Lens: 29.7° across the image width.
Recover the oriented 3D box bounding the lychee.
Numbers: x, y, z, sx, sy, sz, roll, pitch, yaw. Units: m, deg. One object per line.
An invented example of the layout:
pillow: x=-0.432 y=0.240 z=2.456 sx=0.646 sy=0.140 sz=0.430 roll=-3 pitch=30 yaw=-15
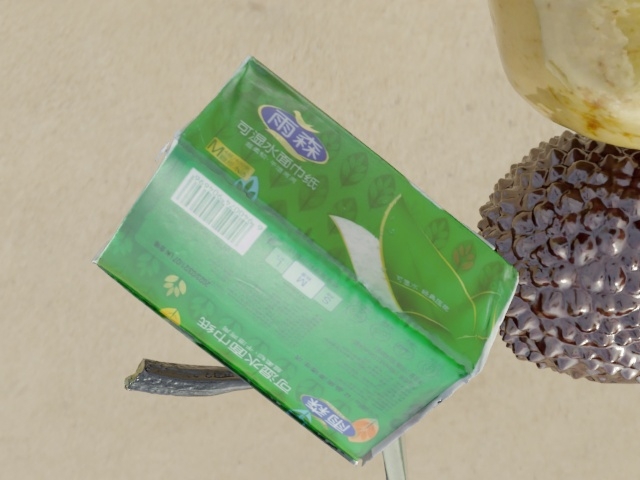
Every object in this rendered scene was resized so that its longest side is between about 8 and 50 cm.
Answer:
lychee: x=0.319 y=0.012 z=1.331 sx=0.306 sy=0.306 sz=0.330 roll=-13 pitch=153 yaw=11

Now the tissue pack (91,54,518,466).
tissue pack: x=0.000 y=0.001 z=0.738 sx=0.209 sy=0.156 sz=0.148 roll=37 pitch=135 yaw=-4

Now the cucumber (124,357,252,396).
cucumber: x=-0.127 y=0.141 z=1.204 sx=0.135 sy=0.033 sz=0.034 roll=9 pitch=108 yaw=-13

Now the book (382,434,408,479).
book: x=0.078 y=0.155 z=1.509 sx=0.031 sy=0.379 sz=0.264 roll=-10 pitch=93 yaw=4

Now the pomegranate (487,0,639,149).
pomegranate: x=0.329 y=-0.251 z=1.123 sx=0.342 sy=0.342 sz=0.342 roll=2 pitch=121 yaw=3
